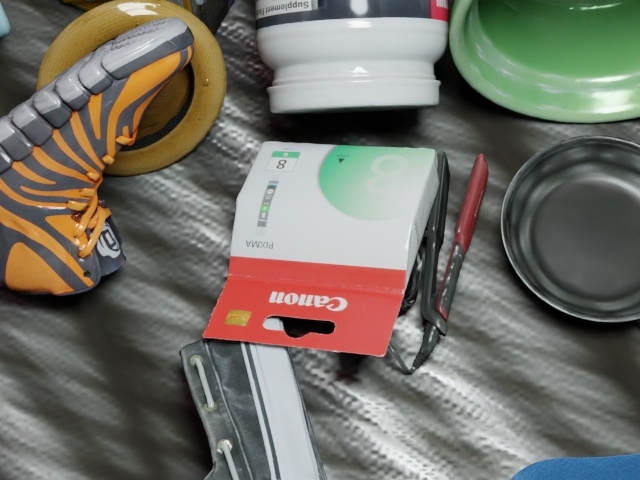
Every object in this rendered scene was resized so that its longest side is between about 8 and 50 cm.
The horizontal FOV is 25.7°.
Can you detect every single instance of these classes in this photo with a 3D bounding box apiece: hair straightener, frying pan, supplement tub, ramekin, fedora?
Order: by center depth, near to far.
[{"bbox_3d":[0.271,-0.258,1.349,0.303,0.303,0.148,-1,60,1],"label":"ramekin"},{"bbox_3d":[0.321,0.030,1.350,0.326,0.053,0.197,40,73,15],"label":"frying pan"},{"bbox_3d":[0.029,-0.263,1.367,0.191,0.191,0.272,-2,93,1],"label":"supplement tub"},{"bbox_3d":[0.099,0.017,1.374,0.089,0.047,0.230,8,72,19],"label":"hair straightener"},{"bbox_3d":[-0.192,-0.161,1.418,0.194,0.194,0.079,-14,27,-4],"label":"fedora"}]

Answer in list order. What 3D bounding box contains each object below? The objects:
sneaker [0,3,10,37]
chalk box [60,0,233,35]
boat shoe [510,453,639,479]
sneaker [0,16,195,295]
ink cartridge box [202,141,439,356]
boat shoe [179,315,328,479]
[{"bbox_3d":[-0.372,-0.369,1.513,0.150,0.135,0.366,3,75,-5],"label":"sneaker"},{"bbox_3d":[-0.146,-0.378,1.474,0.179,0.180,0.289,21,68,10],"label":"chalk box"},{"bbox_3d":[0.297,0.235,1.247,0.258,0.089,0.109,7,54,10],"label":"boat shoe"},{"bbox_3d":[-0.215,-0.067,1.334,0.321,0.124,0.180,-32,104,20],"label":"sneaker"},{"bbox_3d":[0.000,0.000,1.317,0.181,0.056,0.224,4,45,19],"label":"ink cartridge box"},{"bbox_3d":[-0.053,0.229,1.254,0.119,0.121,0.335,-17,56,3],"label":"boat shoe"}]
